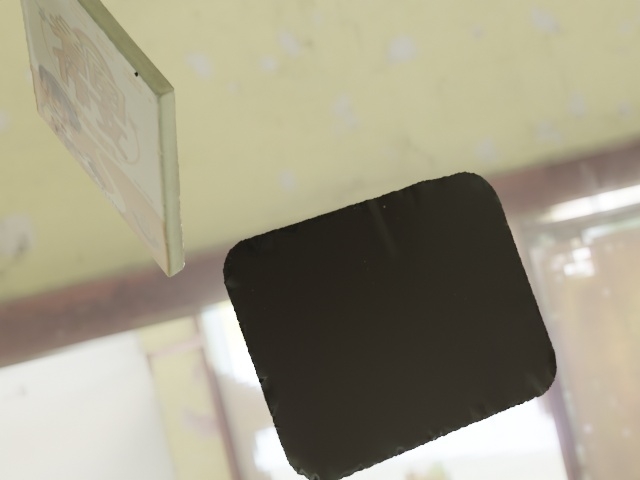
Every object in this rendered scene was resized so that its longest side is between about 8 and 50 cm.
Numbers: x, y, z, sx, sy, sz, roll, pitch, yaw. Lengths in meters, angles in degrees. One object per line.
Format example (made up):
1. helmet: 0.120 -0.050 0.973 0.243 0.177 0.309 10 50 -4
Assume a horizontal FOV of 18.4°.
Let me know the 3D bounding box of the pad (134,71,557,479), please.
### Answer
1. pad: 0.010 -0.013 1.327 0.250 0.323 0.055 -17 157 -38

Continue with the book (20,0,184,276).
1. book: -0.178 -0.113 1.587 0.020 0.208 0.295 -33 158 -18
